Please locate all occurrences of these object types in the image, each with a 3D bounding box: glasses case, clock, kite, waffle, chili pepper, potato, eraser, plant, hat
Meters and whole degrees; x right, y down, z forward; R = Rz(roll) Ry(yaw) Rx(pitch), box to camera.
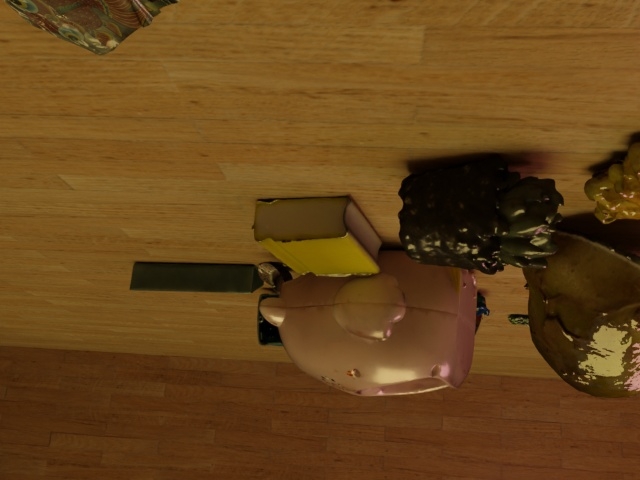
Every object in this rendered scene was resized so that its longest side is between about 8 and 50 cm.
[{"bbox_3d":[-0.261,0.075,1.467,0.266,0.056,0.105,1,-173,11],"label":"glasses case"},{"bbox_3d":[0.101,0.171,1.326,0.376,0.251,0.368,-3,164,22],"label":"clock"},{"bbox_3d":[-0.159,-0.201,0.559,0.229,0.016,0.127,-2,166,30],"label":"kite"},{"bbox_3d":[0.455,-0.066,0.796,0.291,0.051,0.291,4,166,1],"label":"waffle"},{"bbox_3d":[0.517,0.204,1.733,0.091,0.030,0.034,10,-172,-11],"label":"chili pepper"},{"bbox_3d":[0.422,0.128,1.068,0.299,0.196,0.246,36,171,-38],"label":"potato"},{"bbox_3d":[0.000,0.000,1.098,0.158,0.069,0.226,-4,162,17],"label":"eraser"},{"bbox_3d":[0.199,-0.028,0.856,0.194,0.129,0.132,2,166,19],"label":"plant"},{"bbox_3d":[-0.087,0.069,1.420,0.058,0.042,0.087,-9,125,39],"label":"hat"}]

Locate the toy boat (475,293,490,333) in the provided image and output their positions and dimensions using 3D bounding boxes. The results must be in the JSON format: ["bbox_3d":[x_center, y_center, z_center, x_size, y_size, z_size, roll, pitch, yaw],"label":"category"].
[{"bbox_3d":[0.335,0.178,1.548,0.091,0.110,0.175,6,162,-6],"label":"toy boat"}]

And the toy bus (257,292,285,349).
[{"bbox_3d":[0.002,0.187,1.622,0.271,0.133,0.165,-5,166,21],"label":"toy bus"}]
